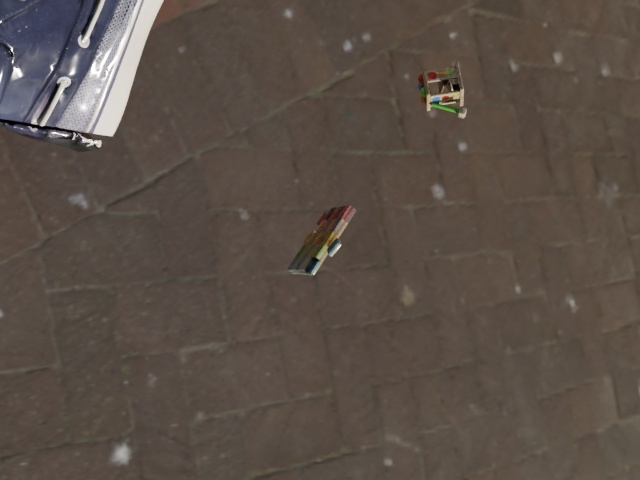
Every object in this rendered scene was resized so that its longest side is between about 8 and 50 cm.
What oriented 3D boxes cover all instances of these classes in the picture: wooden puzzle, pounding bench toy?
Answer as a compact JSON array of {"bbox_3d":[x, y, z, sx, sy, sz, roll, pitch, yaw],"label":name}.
[{"bbox_3d":[0.000,0.000,0.715,0.006,0.083,0.049,36,79,-13],"label":"wooden puzzle"},{"bbox_3d":[0.187,-0.223,1.733,0.052,0.065,0.083,77,4,-67],"label":"pounding bench toy"}]

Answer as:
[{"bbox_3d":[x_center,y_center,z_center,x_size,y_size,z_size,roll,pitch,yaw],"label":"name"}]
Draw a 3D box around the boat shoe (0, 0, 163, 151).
[{"bbox_3d":[-0.229,-0.248,1.016,0.158,0.127,0.341,4,106,-51],"label":"boat shoe"}]
